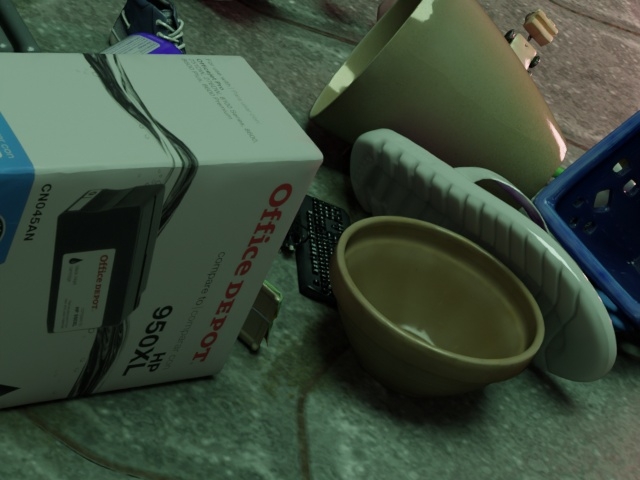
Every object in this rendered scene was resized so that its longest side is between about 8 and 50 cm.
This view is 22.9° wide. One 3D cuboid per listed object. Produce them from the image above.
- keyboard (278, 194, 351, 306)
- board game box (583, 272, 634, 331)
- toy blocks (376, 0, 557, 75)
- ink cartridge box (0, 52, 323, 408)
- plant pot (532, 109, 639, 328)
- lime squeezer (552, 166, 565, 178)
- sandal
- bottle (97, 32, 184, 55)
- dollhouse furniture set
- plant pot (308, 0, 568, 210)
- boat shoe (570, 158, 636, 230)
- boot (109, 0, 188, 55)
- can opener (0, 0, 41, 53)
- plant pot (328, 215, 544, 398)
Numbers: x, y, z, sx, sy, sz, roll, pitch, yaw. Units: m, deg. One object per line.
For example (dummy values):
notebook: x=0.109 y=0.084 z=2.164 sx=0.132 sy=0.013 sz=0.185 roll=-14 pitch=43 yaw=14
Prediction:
keyboard: x=0.000 y=0.000 z=1.788 sx=0.100 sy=0.038 sz=0.192 roll=16 pitch=32 yaw=-16
board game box: x=0.293 y=0.078 z=1.892 sx=0.168 sy=0.033 sz=0.133 roll=1 pitch=37 yaw=-46
toy blocks: x=0.186 y=-0.395 z=2.375 sx=0.309 sy=0.260 sz=0.288 roll=44 pitch=58 yaw=-16
ink cartridge box: x=-0.232 y=-0.008 z=1.390 sx=0.395 sy=0.285 sz=0.166 roll=-6 pitch=45 yaw=-40
plant pot: x=0.437 y=-0.005 z=1.906 sx=0.212 sy=0.236 sz=0.236 roll=42 pitch=10 yaw=-50
lime squeezer: x=0.257 y=-0.142 z=2.166 sx=0.310 sy=0.059 sz=0.110 roll=32 pitch=32 yaw=11
sandal: x=0.198 y=-0.009 z=1.804 sx=0.102 sy=0.169 sz=0.416 roll=-30 pitch=58 yaw=-30
bottle: x=-0.247 y=-0.140 z=1.737 sx=0.092 sy=0.118 sz=0.283 roll=26 pitch=31 yaw=12
dollhouse furniture set: x=-0.088 y=0.040 z=1.627 sx=0.151 sy=0.076 sz=0.058 roll=39 pitch=34 yaw=21
plant pot: x=0.169 y=-0.164 z=1.992 sx=0.274 sy=0.256 sz=0.256 roll=40 pitch=30 yaw=-10
boat shoe: x=0.470 y=-0.099 z=2.139 sx=0.367 sy=0.156 sz=0.136 roll=-12 pitch=59 yaw=-50
boot: x=-0.193 y=-0.236 z=1.947 sx=0.069 sy=0.086 sz=0.190 roll=-11 pitch=47 yaw=-45
can opener: x=-0.408 y=-0.303 z=1.896 sx=0.074 sy=0.093 sz=0.280 roll=1 pitch=44 yaw=-36
plant pot: x=0.107 y=0.087 z=1.666 sx=0.237 sy=0.110 sz=0.237 roll=19 pitch=32 yaw=-13
